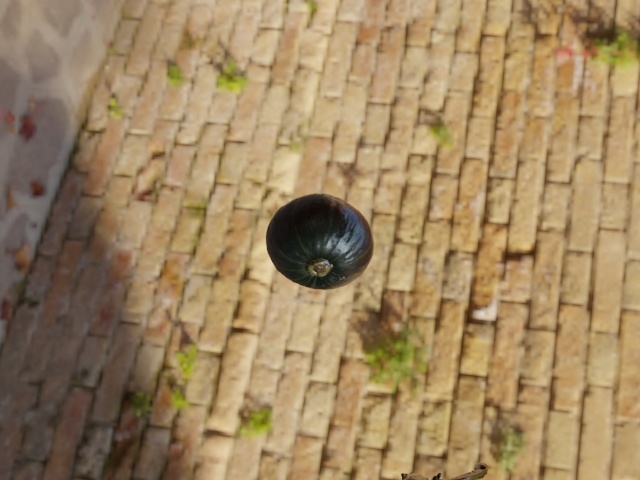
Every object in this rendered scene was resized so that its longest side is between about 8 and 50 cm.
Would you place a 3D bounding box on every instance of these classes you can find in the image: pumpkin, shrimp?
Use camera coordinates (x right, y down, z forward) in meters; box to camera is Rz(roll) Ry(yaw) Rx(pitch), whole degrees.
[{"bbox_3d":[-0.001,0.003,1.726,0.125,0.167,0.167,-103,-175,-49],"label":"pumpkin"},{"bbox_3d":[0.111,0.218,1.029,0.114,0.083,0.023,142,-65,-76],"label":"shrimp"}]
